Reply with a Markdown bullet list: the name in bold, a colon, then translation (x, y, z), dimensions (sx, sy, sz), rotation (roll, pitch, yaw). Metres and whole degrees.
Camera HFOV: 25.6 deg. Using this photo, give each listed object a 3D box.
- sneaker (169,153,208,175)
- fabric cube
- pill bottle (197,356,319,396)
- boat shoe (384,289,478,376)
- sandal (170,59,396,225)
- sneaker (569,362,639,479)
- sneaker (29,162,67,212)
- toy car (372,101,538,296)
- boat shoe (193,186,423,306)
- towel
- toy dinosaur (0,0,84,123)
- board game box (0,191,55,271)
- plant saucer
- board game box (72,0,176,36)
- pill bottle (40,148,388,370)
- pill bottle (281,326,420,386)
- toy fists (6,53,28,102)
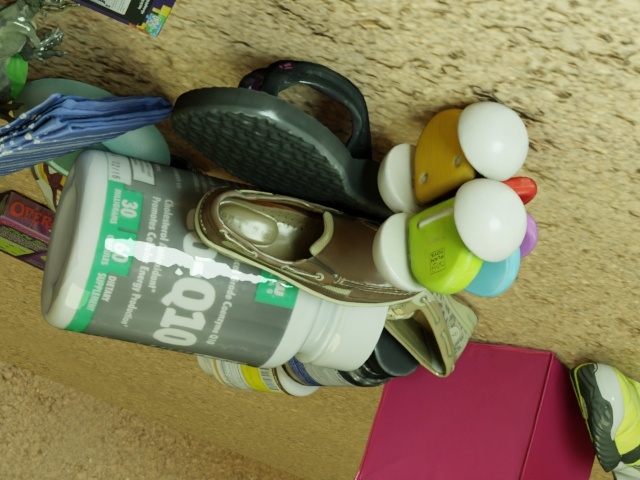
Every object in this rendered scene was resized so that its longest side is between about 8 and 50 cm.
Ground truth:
- **sneaker**: translation (-0.188, -0.085, 1.686), dimensions (0.098, 0.038, 0.069), rotation (-3, 153, 28)
- **fabric cube**: translation (0.237, 0.306, 2.070), dimensions (0.259, 0.254, 0.258), rotation (8, 160, 32)
- **pill bottle**: translation (-0.097, 0.184, 2.259), dimensions (0.215, 0.117, 0.117), rotation (2, 156, 42)
- **boat shoe**: translation (0.114, 0.087, 1.806), dimensions (0.104, 0.089, 0.285), rotation (4, 157, 40)
- **sandal**: translation (-0.014, -0.103, 1.381), dimensions (0.167, 0.107, 0.446), rotation (10, 173, 20)
- **sneaker**: translation (0.454, 0.259, 1.977), dimensions (0.147, 0.145, 0.385), rotation (-21, 147, 14)
- **sneaker**: translation (-0.305, -0.068, 1.791), dimensions (0.084, 0.070, 0.185), rotation (19, 164, 16)
- **toy car**: translation (0.140, -0.027, 1.298), dimensions (0.136, 0.182, 0.159), rotation (24, 147, -33)
- **boat shoe**: translation (-0.002, 0.008, 1.442), dimensions (0.257, 0.095, 0.095), rotation (13, 169, -11)
- **towel**: translation (-0.343, -0.091, 1.465), dimensions (0.336, 0.040, 0.243), rotation (-17, -179, 21)
- **toy dinosaur**: translation (-0.317, -0.172, 1.380), dimensions (0.268, 0.064, 0.118), rotation (-36, 159, 16)
- **board game box**: translation (-0.376, 0.026, 2.187), dimensions (0.347, 0.056, 0.208), rotation (29, 164, -30)
- **plant saucer**: translation (-0.270, -0.109, 1.616), dimensions (0.195, 0.037, 0.195), rotation (14, 148, 9)
- **board game box**: translation (-0.177, -0.244, 1.172), dimensions (0.141, 0.048, 0.170), rotation (24, 162, -12)
- **pill bottle**: translation (-0.116, 0.032, 1.586), dimensions (0.361, 0.204, 0.204), rotation (12, 165, -19)
- **pill bottle**: translation (0.045, 0.148, 2.004), dimensions (0.123, 0.123, 0.219), rotation (29, 159, -31)
- **toy fists**: translation (-0.435, -0.193, 1.504), dimensions (0.142, 0.096, 0.279), rotation (13, 170, -40)
